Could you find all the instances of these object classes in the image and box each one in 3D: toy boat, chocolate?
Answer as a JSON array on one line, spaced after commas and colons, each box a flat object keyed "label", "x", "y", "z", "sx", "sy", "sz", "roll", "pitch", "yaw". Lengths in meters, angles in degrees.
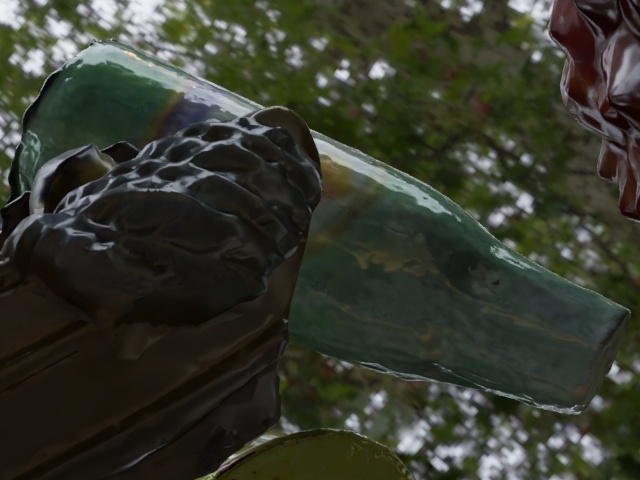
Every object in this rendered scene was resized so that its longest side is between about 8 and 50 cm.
[{"label": "toy boat", "x": -0.191, "y": 0.057, "z": 0.408, "sx": 0.445, "sy": 0.136, "sz": 0.162, "roll": -27, "pitch": -82, "yaw": -30}, {"label": "chocolate", "x": 0.000, "y": 0.000, "z": 0.750, "sx": 0.110, "sy": 0.291, "sz": 0.110, "roll": -54, "pitch": -22, "yaw": -34}]

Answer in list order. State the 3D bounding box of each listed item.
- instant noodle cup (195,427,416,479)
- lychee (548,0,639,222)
[{"label": "instant noodle cup", "x": -0.094, "y": 0.192, "z": 0.791, "sx": 0.264, "sy": 0.200, "sz": 0.264, "roll": -19, "pitch": -64, "yaw": -44}, {"label": "lychee", "x": 0.304, "y": -0.151, "z": 0.675, "sx": 0.424, "sy": 0.425, "sz": 0.500, "roll": 42, "pitch": -134, "yaw": -39}]
